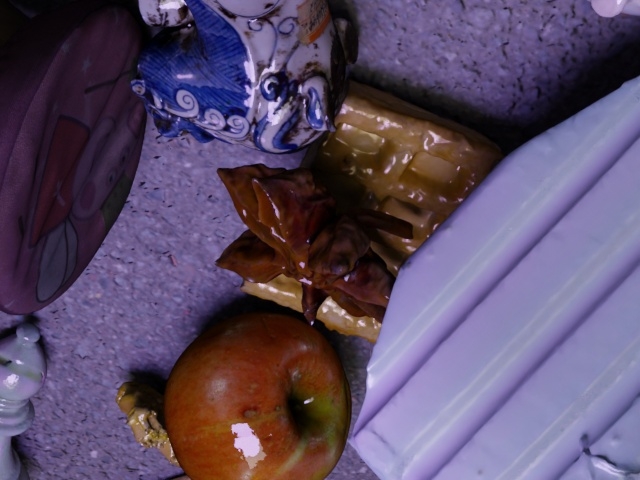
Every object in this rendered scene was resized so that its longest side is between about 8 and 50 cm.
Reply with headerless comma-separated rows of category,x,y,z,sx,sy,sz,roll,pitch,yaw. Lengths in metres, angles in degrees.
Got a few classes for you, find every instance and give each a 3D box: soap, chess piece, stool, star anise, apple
soap,0.228,0.053,1.069,0.446,0.261,0.156,-49,154,9
chess piece,-0.360,0.197,1.448,0.139,0.139,0.272,20,120,-10
stool,-0.275,-0.089,1.105,0.178,0.272,0.272,19,132,12
star anise,-0.006,0.002,1.153,0.196,0.111,0.212,14,165,20
apple,-0.067,0.171,1.336,0.195,0.196,0.196,3,131,4

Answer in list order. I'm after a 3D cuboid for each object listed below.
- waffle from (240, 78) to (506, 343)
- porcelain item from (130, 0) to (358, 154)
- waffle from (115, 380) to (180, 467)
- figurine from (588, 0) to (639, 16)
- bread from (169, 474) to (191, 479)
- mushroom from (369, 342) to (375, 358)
waffle,0.046,-0.021,1.238,0.168,0.057,0.274,20,130,-11
porcelain item,-0.074,-0.195,1.065,0.186,0.138,0.288,5,137,17
waffle,-0.145,0.229,1.429,0.051,0.149,0.194,-40,117,-2
figurine,0.131,-0.308,0.922,0.394,0.227,0.274,34,155,-14
bread,-0.181,0.358,1.609,0.264,0.163,0.168,-38,121,-4
mushroom,0.138,0.143,1.376,0.202,0.054,0.059,22,131,-6
